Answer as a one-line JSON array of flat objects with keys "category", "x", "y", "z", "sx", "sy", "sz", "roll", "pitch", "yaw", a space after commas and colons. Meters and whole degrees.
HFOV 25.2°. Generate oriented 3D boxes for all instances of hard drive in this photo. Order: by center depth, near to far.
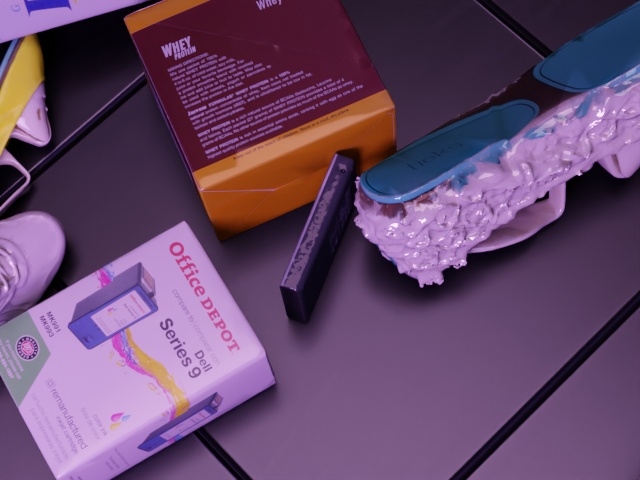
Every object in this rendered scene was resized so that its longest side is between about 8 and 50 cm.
[{"category": "hard drive", "x": 0.000, "y": 0.000, "z": 1.302, "sx": 0.022, "sy": 0.094, "sz": 0.135, "roll": 19, "pitch": 71, "yaw": 10}]

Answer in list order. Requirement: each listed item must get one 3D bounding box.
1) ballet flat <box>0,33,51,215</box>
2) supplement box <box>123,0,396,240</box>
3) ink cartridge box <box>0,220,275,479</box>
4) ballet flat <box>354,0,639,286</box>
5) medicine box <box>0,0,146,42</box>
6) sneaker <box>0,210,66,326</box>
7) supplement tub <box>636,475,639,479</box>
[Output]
[{"category": "ballet flat", "x": -0.306, "y": -0.093, "z": 1.380, "sx": 0.077, "sy": 0.077, "sz": 0.231, "roll": 27, "pitch": 75, "yaw": -9}, {"category": "supplement box", "x": -0.053, "y": -0.140, "z": 1.341, "sx": 0.191, "sy": 0.129, "sz": 0.194, "roll": -24, "pitch": 70, "yaw": -5}, {"category": "ink cartridge box", "x": -0.168, "y": 0.106, "z": 1.276, "sx": 0.212, "sy": 0.093, "sz": 0.154, "roll": -29, "pitch": 69, "yaw": -9}, {"category": "ballet flat", "x": 0.217, "y": -0.093, "z": 1.313, "sx": 0.409, "sy": 0.147, "sz": 0.147, "roll": -30, "pitch": 70, "yaw": -5}, {"category": "medicine box", "x": -0.233, "y": -0.359, "z": 1.343, "sx": 0.289, "sy": 0.263, "sz": 0.149, "roll": -18, "pitch": 37, "yaw": -6}, {"category": "sneaker", "x": -0.314, "y": 0.053, "z": 1.276, "sx": 0.232, "sy": 0.115, "sz": 0.090, "roll": -42, "pitch": 98, "yaw": -23}, {"category": "supplement tub", "x": 0.364, "y": 0.231, "z": 1.113, "sx": 0.235, "sy": 0.235, "sz": 0.325, "roll": 37, "pitch": 76, "yaw": 16}]
